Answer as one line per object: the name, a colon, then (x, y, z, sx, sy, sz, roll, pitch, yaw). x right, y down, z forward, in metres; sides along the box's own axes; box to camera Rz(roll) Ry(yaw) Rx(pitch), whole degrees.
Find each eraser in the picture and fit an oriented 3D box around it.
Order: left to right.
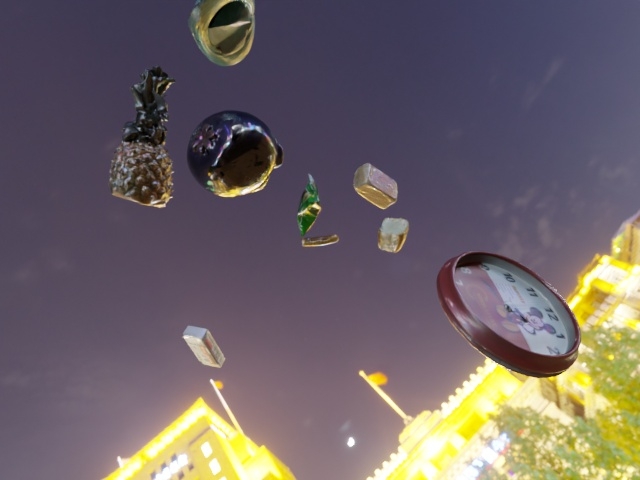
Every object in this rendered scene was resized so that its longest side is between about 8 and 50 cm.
eraser: (-0.251, 0.231, 1.014, 0.122, 0.052, 0.029, 77, -153, -44)

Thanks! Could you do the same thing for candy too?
candy: (-0.041, -0.116, 1.671, 0.078, 0.141, 0.203, 17, -44, -5)

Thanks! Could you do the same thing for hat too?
hat: (-0.189, -0.423, 0.882, 0.138, 0.078, 0.191, -39, -14, -16)

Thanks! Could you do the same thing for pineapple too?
pineapple: (-0.314, -0.190, 0.855, 0.125, 0.125, 0.251, 9, -92, -39)

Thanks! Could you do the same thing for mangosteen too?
mangosteen: (-0.205, -0.204, 1.139, 0.243, 0.243, 0.242, -17, -57, -28)

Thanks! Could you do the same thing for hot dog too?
hot dog: (0.000, 0.000, 1.723, 0.137, 0.044, 0.028, -5, -44, -2)

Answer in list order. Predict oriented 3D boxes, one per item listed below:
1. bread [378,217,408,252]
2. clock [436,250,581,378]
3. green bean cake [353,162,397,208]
bread: (0.205, -0.016, 1.307, 0.083, 0.077, 0.070, -61, -28, -43)
clock: (0.391, 0.148, 0.987, 0.319, 0.318, 0.080, -6, -45, -34)
green bean cake: (0.217, -0.214, 1.847, 0.179, 0.109, 0.085, 26, -39, -31)
